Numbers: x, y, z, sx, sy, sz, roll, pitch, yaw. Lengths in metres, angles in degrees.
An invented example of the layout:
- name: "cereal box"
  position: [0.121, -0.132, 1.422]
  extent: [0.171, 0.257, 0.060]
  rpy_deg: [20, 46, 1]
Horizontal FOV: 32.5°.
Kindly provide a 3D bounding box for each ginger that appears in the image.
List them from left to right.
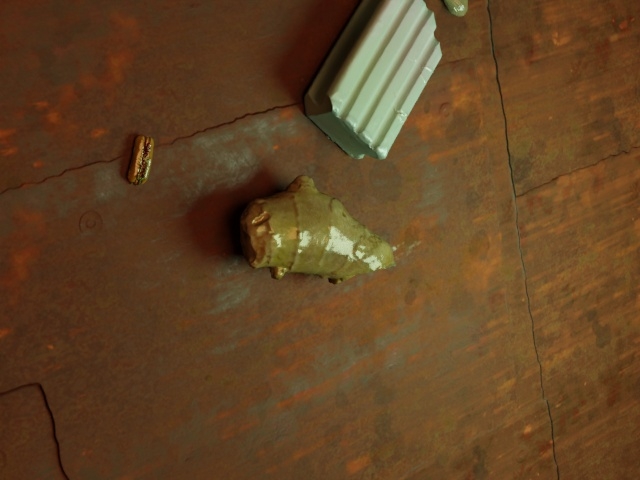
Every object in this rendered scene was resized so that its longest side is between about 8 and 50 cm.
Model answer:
- name: "ginger"
  position: [0.000, 0.000, 1.943]
  extent: [0.354, 0.126, 0.190]
  rpy_deg: [24, 71, -40]

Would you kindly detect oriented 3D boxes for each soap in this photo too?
- name: "soap"
  position: [0.102, -0.310, 1.996]
  extent: [0.173, 0.095, 0.289]
  rpy_deg: [40, 71, -33]

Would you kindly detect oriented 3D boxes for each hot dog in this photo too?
- name: "hot dog"
  position: [-0.288, -0.128, 1.764]
  extent: [0.037, 0.021, 0.083]
  rpy_deg: [9, 89, -37]

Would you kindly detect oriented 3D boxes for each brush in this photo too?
- name: "brush"
  position: [0.187, -0.530, 2.078]
  extent: [0.299, 0.039, 0.042]
  rpy_deg: [41, 67, -30]
